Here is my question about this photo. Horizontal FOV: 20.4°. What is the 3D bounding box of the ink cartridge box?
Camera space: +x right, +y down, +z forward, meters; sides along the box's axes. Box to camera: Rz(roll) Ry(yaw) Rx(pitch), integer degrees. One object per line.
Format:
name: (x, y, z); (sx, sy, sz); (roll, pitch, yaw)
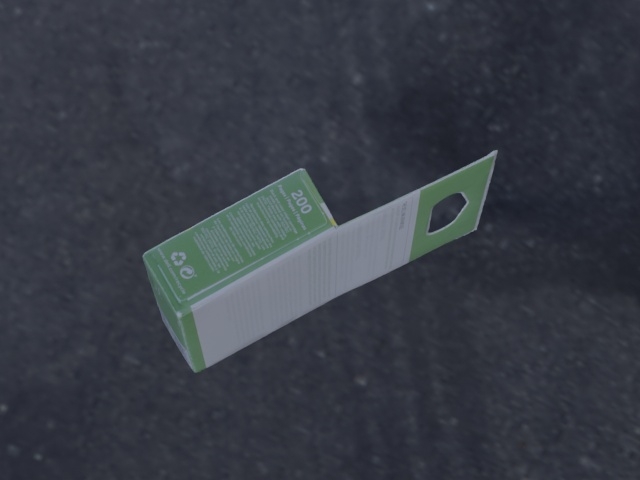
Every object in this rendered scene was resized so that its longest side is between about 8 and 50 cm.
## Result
ink cartridge box: (0.000, 0.000, 1.215); (0.235, 0.171, 0.056); (-29, 75, -9)
